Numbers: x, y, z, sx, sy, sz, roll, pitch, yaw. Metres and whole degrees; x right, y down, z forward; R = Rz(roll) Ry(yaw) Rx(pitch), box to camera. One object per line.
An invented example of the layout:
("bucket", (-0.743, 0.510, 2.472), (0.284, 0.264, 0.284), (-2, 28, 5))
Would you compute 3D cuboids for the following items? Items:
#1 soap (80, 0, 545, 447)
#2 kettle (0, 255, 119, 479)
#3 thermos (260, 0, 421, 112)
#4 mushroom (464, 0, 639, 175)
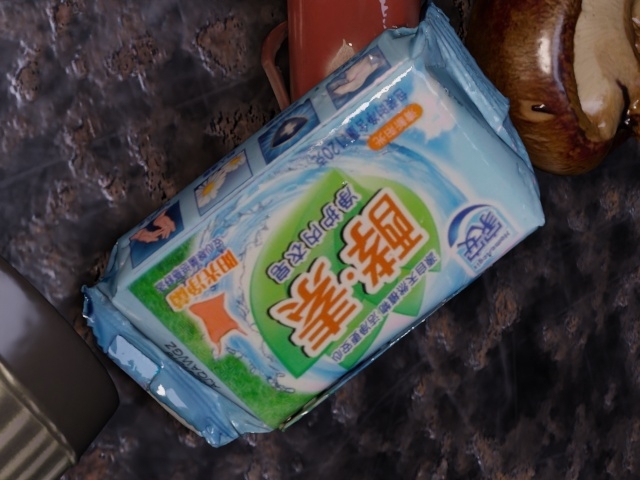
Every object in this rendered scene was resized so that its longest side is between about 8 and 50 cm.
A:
("soap", (0.000, 0.000, 0.909), (0.293, 0.077, 0.156), (-39, 116, 10))
("kettle", (-0.263, 0.118, 0.722), (0.207, 0.251, 0.271), (41, 70, 0))
("thermos", (0.026, -0.108, 0.974), (0.099, 0.124, 0.232), (-14, 108, -42))
("mushroom", (0.189, -0.152, 1.108), (0.231, 0.138, 0.194), (-23, 92, -48))
